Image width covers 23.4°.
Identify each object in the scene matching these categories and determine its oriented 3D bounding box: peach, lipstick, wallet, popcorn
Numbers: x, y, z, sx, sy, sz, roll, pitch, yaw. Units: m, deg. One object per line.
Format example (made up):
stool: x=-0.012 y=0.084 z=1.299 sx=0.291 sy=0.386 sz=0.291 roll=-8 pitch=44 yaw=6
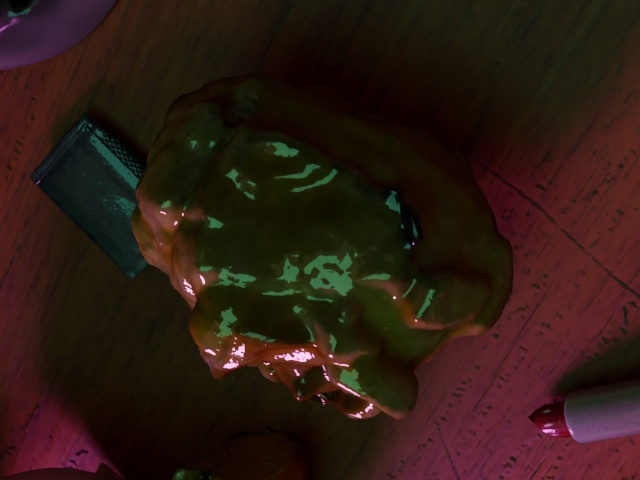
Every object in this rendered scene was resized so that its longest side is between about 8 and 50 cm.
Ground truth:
peach: x=-0.074 y=0.235 z=1.345 sx=0.151 sy=0.151 sz=0.118 roll=-14 pitch=95 yaw=26
lipstick: x=0.248 y=0.132 z=1.216 sx=0.186 sy=0.063 sz=0.057 roll=-15 pitch=107 yaw=33
wallet: x=-0.175 y=-0.039 z=1.309 sx=0.129 sy=0.026 sz=0.088 roll=45 pitch=117 yaw=-3
popcorn: x=0.000 y=0.000 z=1.128 sx=0.286 sy=0.252 sz=0.215 roll=20 pitch=149 yaw=14

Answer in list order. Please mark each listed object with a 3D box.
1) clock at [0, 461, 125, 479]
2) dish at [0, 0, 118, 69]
clock: x=-0.262 y=0.395 z=1.323 sx=0.376 sy=0.250 sz=0.368 roll=-45 pitch=95 yaw=-4
dish: x=-0.307 y=-0.270 z=1.194 sx=0.324 sy=0.124 sz=0.324 roll=8 pitch=117 yaw=17
